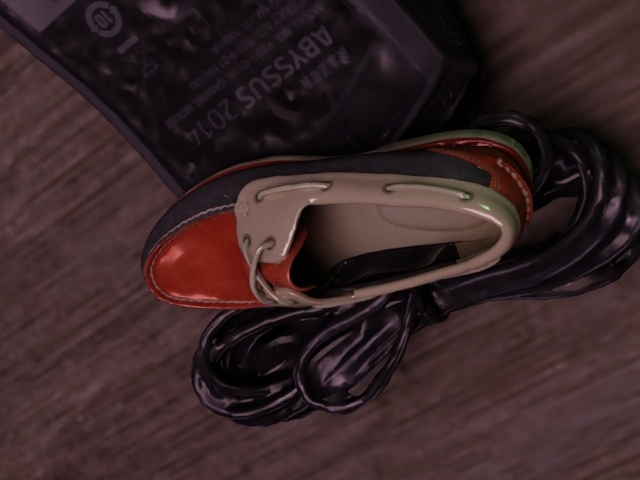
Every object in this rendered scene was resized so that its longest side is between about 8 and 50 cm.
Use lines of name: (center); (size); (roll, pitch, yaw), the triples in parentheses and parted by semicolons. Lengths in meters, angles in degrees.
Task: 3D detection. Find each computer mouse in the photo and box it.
computer mouse: (-0.030, -0.073, 0.452); (0.188, 0.072, 0.272); (-28, 110, 29)

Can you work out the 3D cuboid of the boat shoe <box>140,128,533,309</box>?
boat shoe: (0.000, 0.000, 0.419); (0.137, 0.043, 0.049); (-12, 119, 23)
